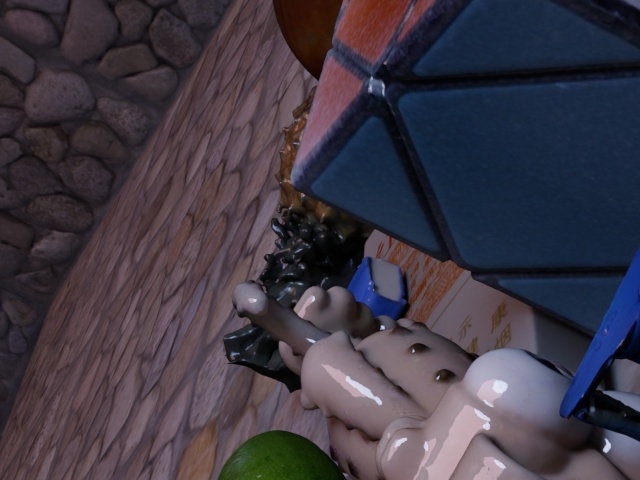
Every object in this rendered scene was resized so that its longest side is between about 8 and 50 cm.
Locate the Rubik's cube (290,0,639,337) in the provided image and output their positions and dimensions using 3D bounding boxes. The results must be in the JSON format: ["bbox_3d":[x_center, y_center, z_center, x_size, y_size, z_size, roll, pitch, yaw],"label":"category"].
[{"bbox_3d":[0.133,-0.105,0.732,0.205,0.205,0.207,-47,23,50],"label":"Rubik's cube"}]

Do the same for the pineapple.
[{"bbox_3d":[0.000,0.000,1.216,0.248,0.128,0.128,-68,14,-2],"label":"pineapple"}]

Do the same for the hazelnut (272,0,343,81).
[{"bbox_3d":[0.046,-0.244,1.304,0.217,0.217,0.251,-53,18,37],"label":"hazelnut"}]

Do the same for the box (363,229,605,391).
[{"bbox_3d":[0.089,0.039,0.942,0.204,0.051,0.365,-58,14,31],"label":"box"}]

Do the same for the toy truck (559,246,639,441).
[{"bbox_3d":[0.164,0.063,0.503,0.126,0.113,0.208,-59,13,24],"label":"toy truck"}]

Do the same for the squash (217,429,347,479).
[{"bbox_3d":[-0.024,0.158,0.897,0.292,0.082,0.082,148,148,-85],"label":"squash"}]

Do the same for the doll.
[{"bbox_3d":[0.062,0.089,0.662,0.278,0.154,0.119,34,98,54],"label":"doll"}]

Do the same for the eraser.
[{"bbox_3d":[0.025,0.059,0.986,0.063,0.027,0.085,-91,27,-66],"label":"eraser"}]
